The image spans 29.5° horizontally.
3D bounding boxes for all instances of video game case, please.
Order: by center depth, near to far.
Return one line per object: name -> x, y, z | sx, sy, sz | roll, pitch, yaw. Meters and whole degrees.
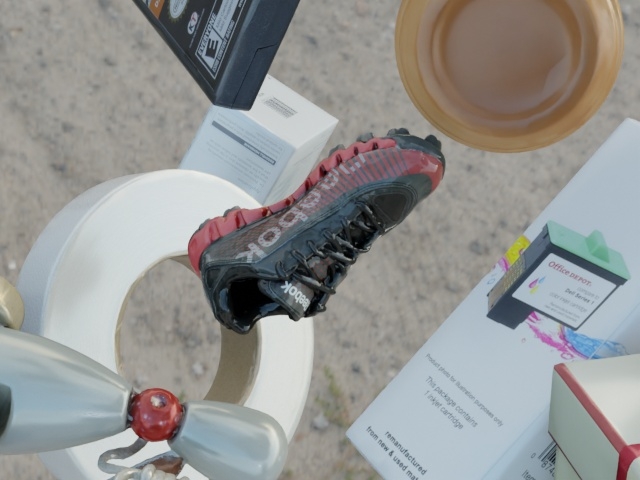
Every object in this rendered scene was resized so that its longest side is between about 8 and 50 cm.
video game case -> -0.056, -0.263, 0.783 | 0.035, 0.274, 0.248 | 5, 32, -37

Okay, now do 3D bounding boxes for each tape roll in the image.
tape roll -> -0.165, 0.115, 1.353 | 0.392, 0.072, 0.391 | 5, 83, -46

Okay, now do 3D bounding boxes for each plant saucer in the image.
plant saucer -> 0.161, -0.169, 1.053 | 0.200, 0.199, 0.037 | 22, 23, 3

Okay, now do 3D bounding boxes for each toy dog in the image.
toy dog -> -0.214, 0.167, 1.029 | 0.334, 0.161, 0.220 | 33, 39, 6

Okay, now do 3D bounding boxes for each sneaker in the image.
sneaker -> 0.000, 0.000, 1.126 | 0.276, 0.097, 0.135 | -28, 43, 19

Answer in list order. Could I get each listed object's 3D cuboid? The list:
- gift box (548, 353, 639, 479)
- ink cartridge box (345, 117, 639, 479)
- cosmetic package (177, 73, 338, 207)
gift box -> 0.273, 0.177, 0.630 | 0.277, 0.258, 0.255 | -9, 26, -15
ink cartridge box -> 0.188, 0.092, 0.790 | 0.278, 0.201, 0.117 | -48, 40, 0
cosmetic package -> -0.107, -0.095, 1.729 | 0.138, 0.224, 0.224 | 34, 22, 5
